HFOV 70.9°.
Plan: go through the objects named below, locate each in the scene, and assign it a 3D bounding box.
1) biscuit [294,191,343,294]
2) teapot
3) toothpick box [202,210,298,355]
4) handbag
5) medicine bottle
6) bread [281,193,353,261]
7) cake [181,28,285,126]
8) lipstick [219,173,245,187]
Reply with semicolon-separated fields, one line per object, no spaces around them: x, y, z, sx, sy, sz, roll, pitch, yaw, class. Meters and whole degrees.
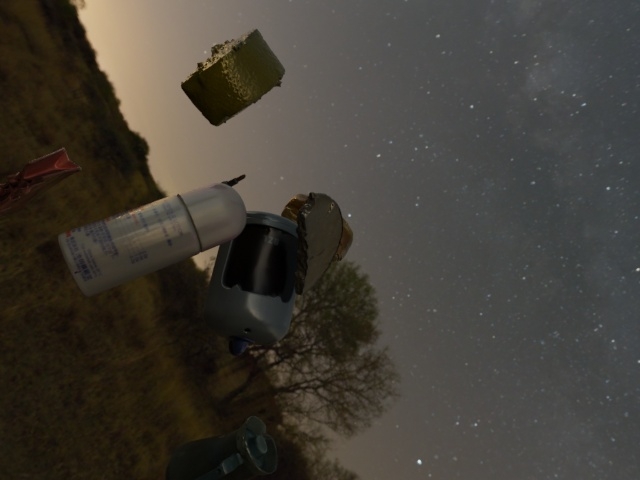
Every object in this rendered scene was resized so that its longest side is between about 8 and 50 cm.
0.001;0.001;1.062;0.038;0.141;0.289;36;-42;34;biscuit
-0.229;0.515;1.024;0.170;0.225;0.203;61;9;14;teapot
-0.180;0.129;1.206;0.263;0.264;0.354;108;-7;-66;toothpick box
-0.646;-0.112;0.978;0.059;0.213;0.157;56;15;-17;handbag
-0.310;-0.015;0.886;0.130;0.341;0.130;50;-26;35;medicine bottle
-0.009;-0.043;1.378;0.236;0.140;0.106;35;-12;13;bread
-0.195;-0.383;1.044;0.156;0.179;0.260;48;29;-26;cake
-0.258;-0.163;1.288;0.025;0.107;0.025;23;44;-65;lipstick
